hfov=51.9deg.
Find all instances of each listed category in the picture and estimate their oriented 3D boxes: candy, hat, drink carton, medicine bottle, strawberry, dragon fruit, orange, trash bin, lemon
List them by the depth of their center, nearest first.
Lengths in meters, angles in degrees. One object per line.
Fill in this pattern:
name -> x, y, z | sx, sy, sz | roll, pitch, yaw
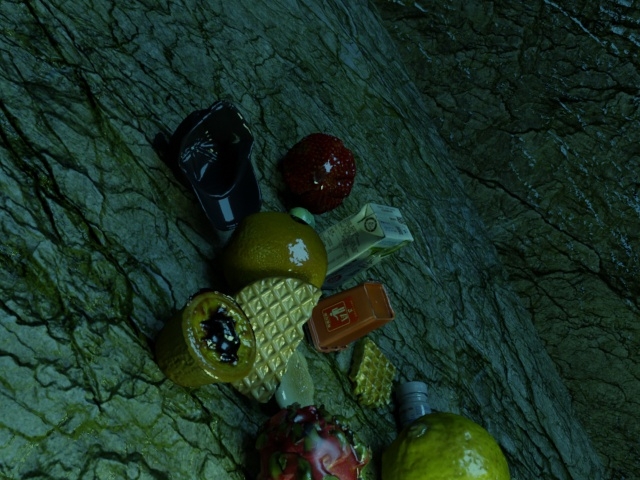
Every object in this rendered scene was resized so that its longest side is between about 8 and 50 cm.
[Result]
dragon fruit -> -0.016, 0.512, 1.487 | 0.302, 0.231, 0.237 | 49, 39, -7
orange -> -0.119, 0.057, 1.689 | 0.274, 0.274, 0.274 | 37, 37, -35
hat -> -0.303, -0.186, 1.754 | 0.238, 0.209, 0.336 | -13, 94, -39
lemon -> 0.339, 0.644, 1.801 | 0.387, 0.350, 0.350 | 66, 28, -17
trash bin -> 0.087, 0.216, 1.891 | 0.184, 0.239, 0.161 | 11, 56, -55
drink carton -> 0.087, 0.022, 1.976 | 0.194, 0.325, 0.132 | 5, 57, -58
medicine bottle -> 0.297, 0.540, 2.074 | 0.105, 0.105, 0.168 | 31, 42, -41
strawberry -> 0.001, -0.223, 2.124 | 0.250, 0.238, 0.288 | 48, 6, -2
candy -> 0.000, 0.000, 2.128 | 0.335, 0.093, 0.092 | 41, 77, -46

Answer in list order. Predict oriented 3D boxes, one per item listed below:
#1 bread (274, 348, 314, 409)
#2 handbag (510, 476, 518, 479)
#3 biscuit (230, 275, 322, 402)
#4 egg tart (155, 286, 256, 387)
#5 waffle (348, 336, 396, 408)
bread -> -0.062, 0.366, 1.693 | 0.181, 0.039, 0.250 | 56, 17, -28
handbag -> 0.543, 0.913, 1.990 | 0.316, 0.109, 0.253 | -38, 96, -16
biscuit -> -0.142, 0.215, 1.548 | 0.205, 0.308, 0.040 | 26, 1, -5
egg tart -> -0.255, 0.223, 1.431 | 0.215, 0.171, 0.215 | 38, 36, -36
waffle -> 0.157, 0.422, 2.006 | 0.160, 0.055, 0.210 | 48, 32, -20
